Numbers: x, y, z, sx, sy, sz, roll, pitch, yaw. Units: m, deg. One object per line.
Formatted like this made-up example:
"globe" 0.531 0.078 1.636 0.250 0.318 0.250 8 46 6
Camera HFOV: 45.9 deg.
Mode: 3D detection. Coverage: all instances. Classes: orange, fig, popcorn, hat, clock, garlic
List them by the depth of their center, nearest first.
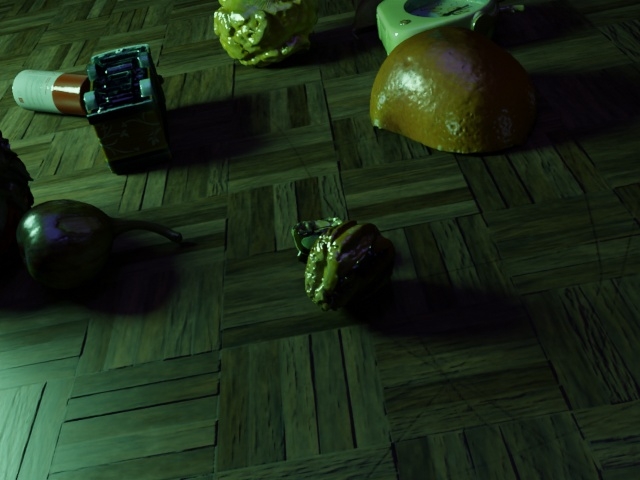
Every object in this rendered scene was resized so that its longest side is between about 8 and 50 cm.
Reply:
"hat" 0.000 0.000 1.119 0.077 0.059 0.076 -14 19 -11
"fig" -0.341 -0.006 1.180 0.245 0.149 0.149 -13 33 -24
"orange" 0.236 -0.270 1.397 0.274 0.274 0.310 -28 7 -21
"clock" 0.287 -0.487 1.674 0.308 0.096 0.235 -11 34 1
"popcorn" -0.117 -0.511 1.738 0.250 0.190 0.250 -7 74 24
"garlic" 0.168 -0.572 1.831 0.207 0.128 0.115 -13 13 8

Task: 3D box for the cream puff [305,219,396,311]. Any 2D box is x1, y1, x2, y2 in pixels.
"cream puff" 0.034 0.033 1.010 0.133 0.119 0.104 -42 76 7

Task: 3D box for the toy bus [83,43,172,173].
"toy bus" -0.382 -0.270 1.517 0.139 0.167 0.275 -15 40 -4

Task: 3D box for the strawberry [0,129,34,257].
"strawberry" -0.666 -0.086 1.261 0.351 0.311 0.267 -14 10 28

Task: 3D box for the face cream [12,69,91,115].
"face cream" -0.594 -0.337 1.730 0.214 0.095 0.096 10 41 28
